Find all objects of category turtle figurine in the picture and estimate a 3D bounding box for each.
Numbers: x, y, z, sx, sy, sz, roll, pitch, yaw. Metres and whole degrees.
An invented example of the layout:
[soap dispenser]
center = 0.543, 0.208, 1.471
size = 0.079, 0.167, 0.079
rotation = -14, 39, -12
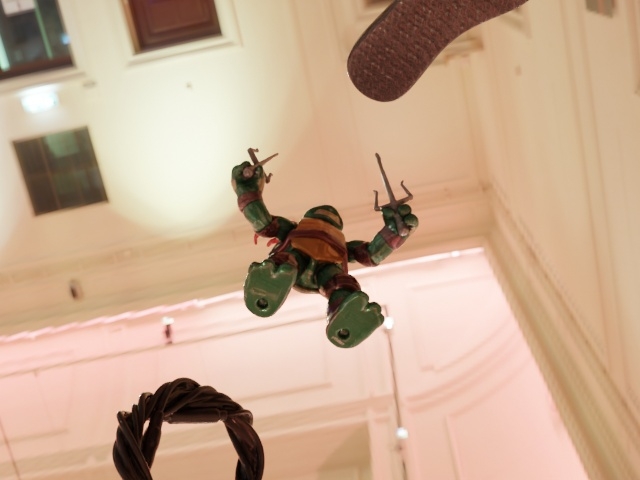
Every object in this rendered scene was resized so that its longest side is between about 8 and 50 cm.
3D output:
[turtle figurine]
center = 0.000, 0.000, 0.863
size = 0.175, 0.118, 0.234
rotation = 5, -151, 1

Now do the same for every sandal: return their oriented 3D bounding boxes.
[sandal]
center = 0.124, -0.238, 0.919
size = 0.254, 0.097, 0.054
rotation = -35, -162, 29

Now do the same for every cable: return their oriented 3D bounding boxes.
[cable]
center = -0.117, 0.198, 0.860
size = 0.047, 0.151, 0.184
rotation = -32, 180, 31
